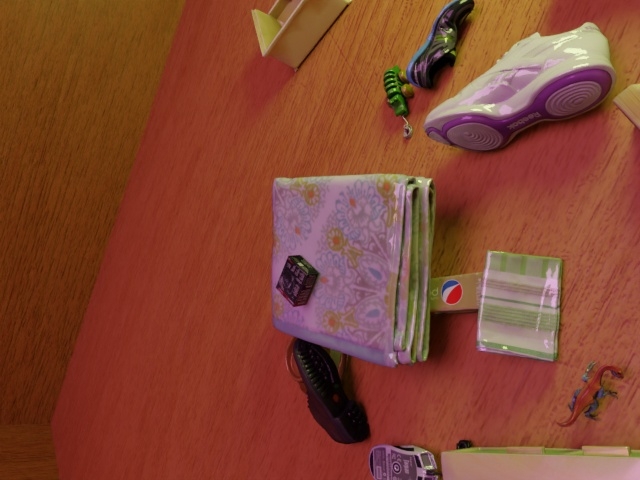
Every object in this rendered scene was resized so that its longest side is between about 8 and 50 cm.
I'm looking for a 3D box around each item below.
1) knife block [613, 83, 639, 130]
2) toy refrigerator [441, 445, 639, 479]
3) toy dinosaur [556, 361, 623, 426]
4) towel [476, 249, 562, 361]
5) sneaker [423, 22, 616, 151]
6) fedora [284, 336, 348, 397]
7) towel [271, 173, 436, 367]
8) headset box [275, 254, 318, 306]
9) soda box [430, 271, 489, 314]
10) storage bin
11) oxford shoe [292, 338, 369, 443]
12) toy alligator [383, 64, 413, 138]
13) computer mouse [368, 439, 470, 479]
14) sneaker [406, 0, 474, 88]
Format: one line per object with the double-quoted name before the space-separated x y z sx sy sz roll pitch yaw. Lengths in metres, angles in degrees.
"knife block" 0.468 -0.058 0.514 0.275 0.088 0.242 14 88 51
"toy refrigerator" 0.298 0.310 0.589 0.269 0.102 0.094 -24 61 45
"toy dinosaur" 0.353 0.196 0.591 0.047 0.090 0.082 29 133 35
"towel" 0.292 0.095 0.677 0.113 0.023 0.152 7 83 10
"sneaker" 0.315 -0.245 0.765 0.305 0.114 0.152 -13 55 43
"fedora" -0.022 0.249 1.011 0.194 0.079 0.195 -20 63 45
"towel" 0.040 0.041 0.860 0.374 0.090 0.321 6 95 45
"headset box" -0.046 0.078 0.863 0.062 0.032 0.083 41 120 37
"soda box" 0.217 0.094 0.786 0.181 0.061 0.058 -13 70 48
"storage bin" -0.066 -0.681 1.327 0.262 0.123 0.261 -41 50 35
"oxford shoe" -0.003 0.302 0.916 0.096 0.082 0.227 -37 77 42
"toy alligator" 0.162 -0.307 0.989 0.056 0.051 0.190 -27 58 43
"computer mouse" 0.166 0.380 0.776 0.192 0.042 0.106 -11 74 42
"sneaker" 0.248 -0.388 0.916 0.078 0.067 0.188 40 109 26
